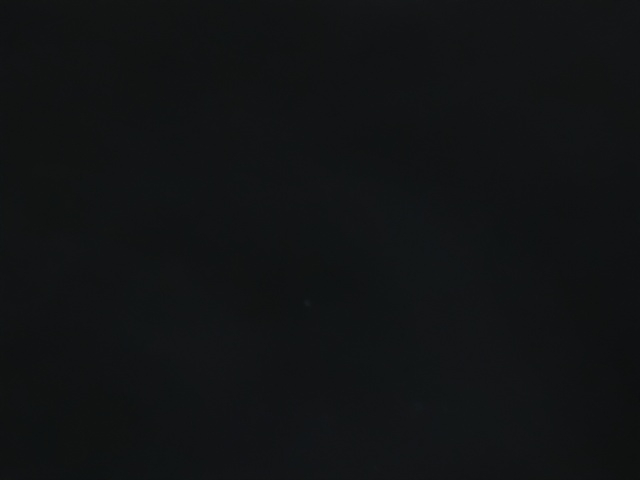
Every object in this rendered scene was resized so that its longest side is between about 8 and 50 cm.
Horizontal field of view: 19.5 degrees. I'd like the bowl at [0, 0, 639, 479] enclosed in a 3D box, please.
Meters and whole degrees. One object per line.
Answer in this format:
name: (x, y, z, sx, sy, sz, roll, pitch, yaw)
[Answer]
bowl: (0.000, 0.000, 0.585, 0.391, 0.077, 0.391, 6, 129, 7)
